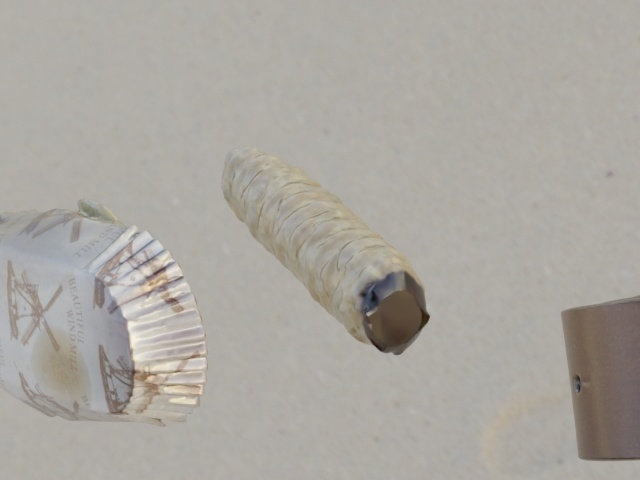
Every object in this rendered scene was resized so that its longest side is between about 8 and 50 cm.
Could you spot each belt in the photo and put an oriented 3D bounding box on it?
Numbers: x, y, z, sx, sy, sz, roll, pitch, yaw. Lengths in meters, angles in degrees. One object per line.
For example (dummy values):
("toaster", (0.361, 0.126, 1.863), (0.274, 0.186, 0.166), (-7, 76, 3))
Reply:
("belt", (0.337, 0.075, 1.099), (0.339, 0.217, 0.122), (-8, 84, 17))

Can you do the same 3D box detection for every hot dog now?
("hot dog", (-0.108, 0.032, 0.707), (0.053, 0.099, 0.192), (-19, 14, -38))

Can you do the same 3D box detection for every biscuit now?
("biscuit", (0.000, 0.000, 0.979), (0.055, 0.061, 0.219), (-33, 32, -11))
